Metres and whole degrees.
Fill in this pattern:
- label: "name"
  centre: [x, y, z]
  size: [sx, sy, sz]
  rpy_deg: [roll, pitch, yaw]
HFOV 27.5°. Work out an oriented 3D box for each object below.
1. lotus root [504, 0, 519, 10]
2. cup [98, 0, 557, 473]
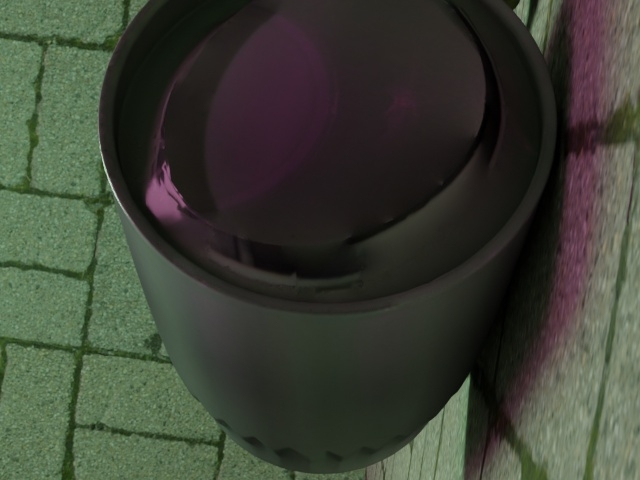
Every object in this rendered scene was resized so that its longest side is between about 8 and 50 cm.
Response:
- label: "lotus root"
  centre: [0.113, -0.213, 0.923]
  size: [0.077, 0.090, 0.183]
  rpy_deg: [-103, 21, -60]
- label: "cup"
  centre: [0.000, 0.000, 0.859]
  size: [0.371, 0.253, 0.253]
  rpy_deg: [93, -175, -62]
